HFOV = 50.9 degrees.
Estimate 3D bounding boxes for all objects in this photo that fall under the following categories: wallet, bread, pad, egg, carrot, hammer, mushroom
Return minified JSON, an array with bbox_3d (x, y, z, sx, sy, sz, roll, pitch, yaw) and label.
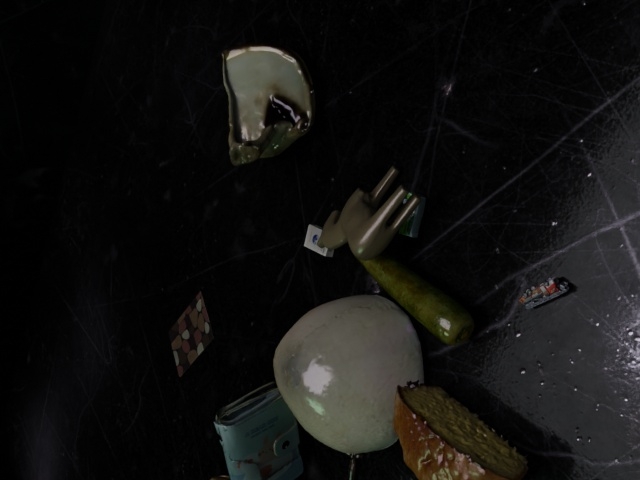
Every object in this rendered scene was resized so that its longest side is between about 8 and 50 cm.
[{"bbox_3d":[-0.129,0.441,1.456,0.075,0.176,0.250,29,135,47],"label":"wallet"},{"bbox_3d":[0.219,0.359,1.127,0.260,0.129,0.134,41,118,47],"label":"bread"},{"bbox_3d":[-0.383,0.277,1.976,0.235,0.003,0.158,-47,52,37],"label":"pad"},{"bbox_3d":[0.026,0.266,1.320,0.337,0.201,0.336,-3,86,51],"label":"egg"},{"bbox_3d":[0.155,0.079,1.281,0.358,0.074,0.074,42,118,47],"label":"carrot"},{"bbox_3d":[0.059,0.513,1.394,0.065,0.021,0.178,9,96,51],"label":"hammer"},{"bbox_3d":[-0.111,-0.313,1.621,0.218,0.212,0.291,-8,60,6],"label":"mushroom"}]

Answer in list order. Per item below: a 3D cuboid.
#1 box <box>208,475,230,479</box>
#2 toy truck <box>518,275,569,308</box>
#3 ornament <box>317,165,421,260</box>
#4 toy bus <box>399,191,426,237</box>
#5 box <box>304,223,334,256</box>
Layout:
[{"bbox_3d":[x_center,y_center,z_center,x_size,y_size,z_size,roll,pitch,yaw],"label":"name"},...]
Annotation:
[{"bbox_3d":[-0.238,0.643,1.680,0.177,0.111,0.111,0,86,51],"label":"box"},{"bbox_3d":[0.354,0.082,1.069,0.083,0.024,0.032,-40,79,43],"label":"toy truck"},{"bbox_3d":[0.080,-0.042,1.346,0.245,0.061,0.230,-52,26,18],"label":"ornament"},{"bbox_3d":[0.177,-0.050,1.298,0.037,0.031,0.083,21,103,43],"label":"toy bus"},{"bbox_3d":[0.000,0.000,1.516,0.083,0.024,0.054,25,107,48],"label":"box"}]
